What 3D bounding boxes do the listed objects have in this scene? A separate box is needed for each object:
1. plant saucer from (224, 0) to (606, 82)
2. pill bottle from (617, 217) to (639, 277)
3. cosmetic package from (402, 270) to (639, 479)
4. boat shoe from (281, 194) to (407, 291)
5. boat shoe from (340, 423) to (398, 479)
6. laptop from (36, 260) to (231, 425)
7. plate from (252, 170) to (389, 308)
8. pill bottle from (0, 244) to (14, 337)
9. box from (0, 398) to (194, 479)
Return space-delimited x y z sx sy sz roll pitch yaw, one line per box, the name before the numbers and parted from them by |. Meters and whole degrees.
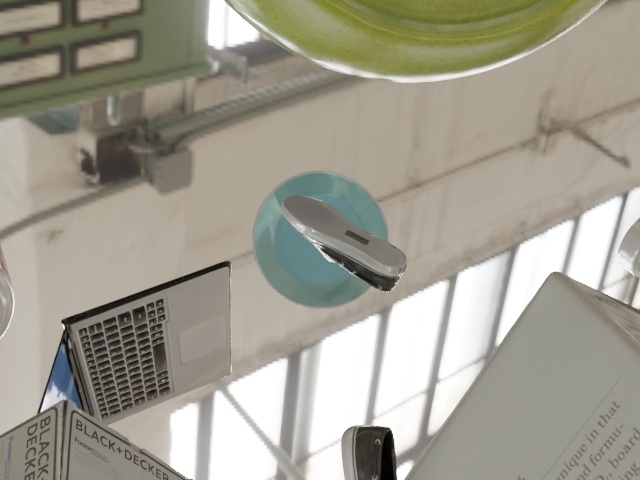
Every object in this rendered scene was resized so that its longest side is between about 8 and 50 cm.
plant saucer | 0.053 -0.169 0.406 0.240 0.241 0.037 -2 -152 -15
pill bottle | 0.557 0.054 1.587 0.121 0.121 0.221 -17 -138 -34
cosmetic package | 0.312 0.294 0.903 0.329 0.327 0.394 23 -163 -30
boat shoe | 0.019 0.005 1.062 0.142 0.040 0.049 31 -141 16
boat shoe | 0.086 0.353 1.408 0.076 0.229 0.080 -14 169 31
laptop | -0.282 0.283 1.645 0.407 0.382 0.236 -21 -118 -17
plate | 0.000 0.000 1.449 0.188 0.188 0.024 0 174 -10
pill bottle | -0.565 -0.003 1.510 0.210 0.210 0.363 -8 -142 -22
box | -0.262 0.259 0.885 0.289 0.169 0.087 -29 -139 18
